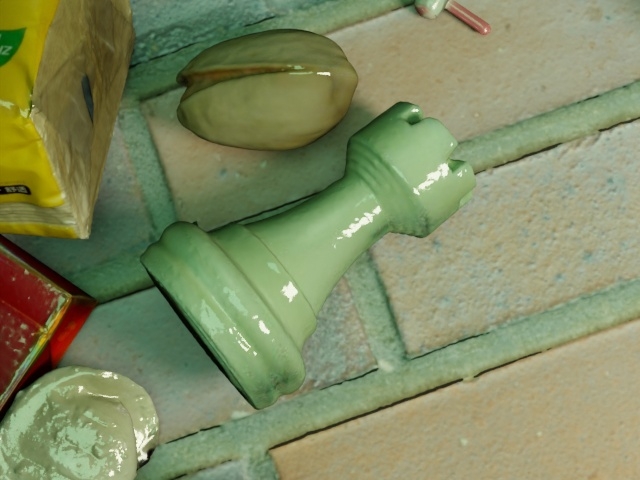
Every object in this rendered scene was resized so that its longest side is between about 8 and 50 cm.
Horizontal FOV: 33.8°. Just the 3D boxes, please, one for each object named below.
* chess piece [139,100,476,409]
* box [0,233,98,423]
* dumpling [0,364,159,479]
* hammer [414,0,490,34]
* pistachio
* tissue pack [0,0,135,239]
[{"bbox_3d":[0.000,0.000,1.001,0.299,0.194,0.195,-38,83,-10],"label":"chess piece"},{"bbox_3d":[-0.395,0.134,1.045,0.197,0.089,0.313,33,87,9],"label":"box"},{"bbox_3d":[-0.248,0.201,1.025,0.176,0.092,0.150,-23,95,3],"label":"dumpling"},{"bbox_3d":[0.140,-0.239,1.084,0.083,0.031,0.053,34,90,0],"label":"hammer"},{"bbox_3d":[-0.053,-0.149,1.037,0.184,0.124,0.125,-7,84,5],"label":"pistachio"},{"bbox_3d":[-0.391,-0.171,0.973,0.381,0.228,0.293,4,55,3],"label":"tissue pack"}]
